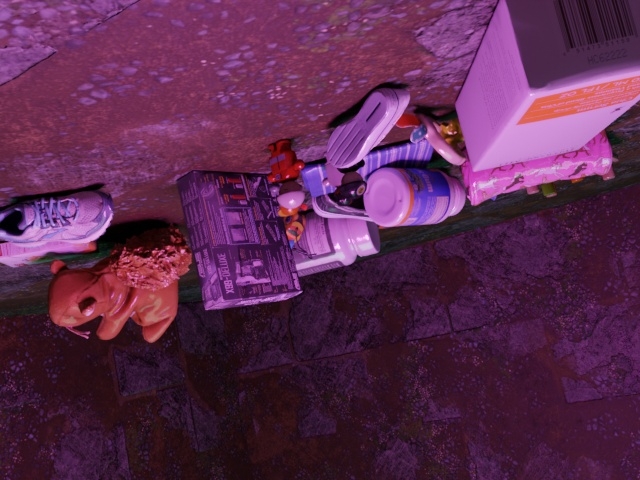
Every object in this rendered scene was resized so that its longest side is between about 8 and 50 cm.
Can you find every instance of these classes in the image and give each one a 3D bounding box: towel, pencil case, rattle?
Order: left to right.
[{"bbox_3d":[0.118,-0.191,1.685,0.336,0.040,0.243,-14,170,1],"label":"towel"},{"bbox_3d":[0.263,-0.245,1.361,0.143,0.130,0.200,-26,144,31],"label":"rattle"},{"bbox_3d":[0.570,-0.210,1.752,0.386,0.160,0.167,-14,-174,8],"label":"pencil case"}]

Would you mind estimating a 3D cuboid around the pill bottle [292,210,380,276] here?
[{"bbox_3d":[0.000,0.000,2.166,0.361,0.204,0.204,-14,171,16],"label":"pill bottle"}]

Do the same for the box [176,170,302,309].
[{"bbox_3d":[-0.184,-0.005,1.529,0.242,0.307,0.077,-4,164,-47],"label":"box"}]

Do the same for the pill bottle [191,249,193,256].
[{"bbox_3d":[-0.305,0.012,1.970,0.160,0.160,0.283,-10,172,-14],"label":"pill bottle"}]

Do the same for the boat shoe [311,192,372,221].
[{"bbox_3d":[0.146,-0.114,1.900,0.335,0.121,0.119,-6,174,-22],"label":"boat shoe"}]

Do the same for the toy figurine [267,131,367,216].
[{"bbox_3d":[-0.010,-0.136,1.451,0.213,0.148,0.209,-11,171,-8],"label":"toy figurine"}]

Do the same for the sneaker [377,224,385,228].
[{"bbox_3d":[0.210,-0.085,2.225,0.121,0.108,0.302,-14,174,-15],"label":"sneaker"}]

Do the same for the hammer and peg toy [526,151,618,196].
[{"bbox_3d":[0.729,-0.225,1.967,0.266,0.127,0.361,-18,170,34],"label":"hammer and peg toy"}]

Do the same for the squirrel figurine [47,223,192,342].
[{"bbox_3d":[-0.561,0.102,1.838,0.397,0.281,0.370,-43,159,18],"label":"squirrel figurine"}]

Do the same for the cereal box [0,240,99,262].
[{"bbox_3d":[-0.744,0.023,1.803,0.240,0.047,0.173,-11,173,-10],"label":"cereal box"}]

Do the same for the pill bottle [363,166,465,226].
[{"bbox_3d":[0.257,-0.116,1.738,0.272,0.152,0.152,-5,169,-42],"label":"pill bottle"}]

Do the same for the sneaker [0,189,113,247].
[{"bbox_3d":[-0.578,-0.043,1.410,0.283,0.110,0.122,-15,168,15],"label":"sneaker"}]

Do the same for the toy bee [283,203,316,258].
[{"bbox_3d":[-0.103,-0.042,1.995,0.298,0.162,0.195,18,167,25],"label":"toy bee"}]

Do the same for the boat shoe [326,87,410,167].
[{"bbox_3d":[0.096,-0.211,1.273,0.076,0.083,0.226,-16,167,-35],"label":"boat shoe"}]

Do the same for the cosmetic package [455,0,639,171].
[{"bbox_3d":[0.388,-0.265,1.127,0.230,0.161,0.453,-12,172,2],"label":"cosmetic package"}]

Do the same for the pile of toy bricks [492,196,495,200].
[{"bbox_3d":[0.531,-0.207,1.975,0.105,0.118,0.212,-50,161,-7],"label":"pile of toy bricks"}]

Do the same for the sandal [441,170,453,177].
[{"bbox_3d":[0.369,-0.153,2.074,0.120,0.086,0.303,-15,171,19],"label":"sandal"}]
